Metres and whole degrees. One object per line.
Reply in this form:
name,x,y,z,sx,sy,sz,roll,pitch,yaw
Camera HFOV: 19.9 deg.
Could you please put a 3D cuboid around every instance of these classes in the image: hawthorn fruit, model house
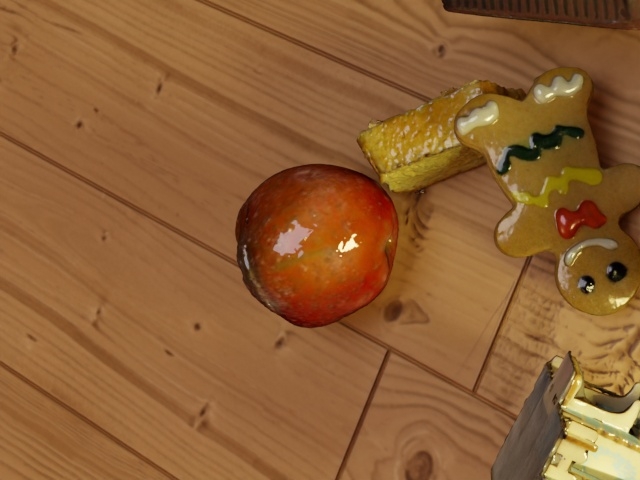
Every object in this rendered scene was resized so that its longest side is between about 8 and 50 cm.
hawthorn fruit,0.000,0.000,1.848,0.173,0.173,0.172,-5,82,35
model house,0.276,0.218,1.612,0.206,0.271,0.178,26,98,-1

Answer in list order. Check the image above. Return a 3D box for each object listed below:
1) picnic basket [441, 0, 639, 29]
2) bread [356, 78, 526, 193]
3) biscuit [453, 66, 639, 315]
picnic basket,0.240,-0.270,1.690,0.297,0.222,0.129,10,107,37
bread,0.118,-0.099,1.810,0.187,0.103,0.065,-19,75,28
biscuit,0.230,-0.043,1.713,0.158,0.035,0.240,-26,86,1
